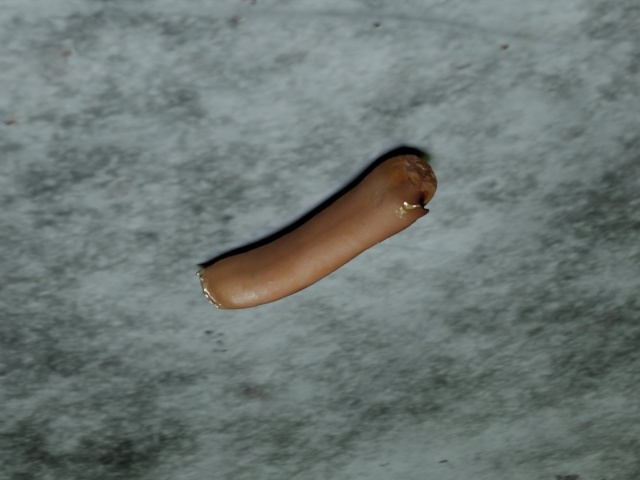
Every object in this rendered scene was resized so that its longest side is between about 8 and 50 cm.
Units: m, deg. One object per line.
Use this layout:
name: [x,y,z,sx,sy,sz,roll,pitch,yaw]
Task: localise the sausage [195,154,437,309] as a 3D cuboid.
sausage: [0.000,-0.001,1.111,0.177,0.040,0.047,-31,145,31]
